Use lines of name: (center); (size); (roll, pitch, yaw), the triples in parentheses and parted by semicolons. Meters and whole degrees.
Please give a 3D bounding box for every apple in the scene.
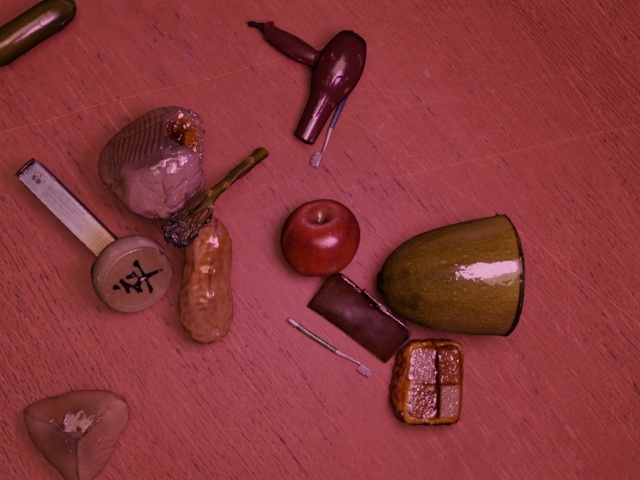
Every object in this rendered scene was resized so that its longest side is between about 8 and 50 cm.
apple: (0.000, 0.000, 1.741); (0.201, 0.162, 0.201); (-3, 42, 2)

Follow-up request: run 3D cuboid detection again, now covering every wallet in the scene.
wallet: (0.104, 0.193, 1.765); (0.255, 0.031, 0.137); (37, 116, -1)

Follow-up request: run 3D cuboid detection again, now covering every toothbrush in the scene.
toothbrush: (0.034, -0.317, 1.871); (0.025, 0.019, 0.275); (23, 79, 3)
toothbrush: (0.023, 0.270, 1.780); (0.257, 0.018, 0.024); (35, 84, -4)

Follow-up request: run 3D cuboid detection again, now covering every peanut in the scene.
peanut: (-0.272, 0.096, 1.692); (0.147, 0.147, 0.305); (4, 81, -9)

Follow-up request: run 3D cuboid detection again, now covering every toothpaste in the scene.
toothpaste: (-0.597, -0.063, 1.693); (0.313, 0.089, 0.071); (45, 84, -1)

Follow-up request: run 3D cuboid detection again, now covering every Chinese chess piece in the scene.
Chinese chess piece: (-0.441, 0.079, 1.653); (0.188, 0.188, 0.083); (-41, 46, -13)

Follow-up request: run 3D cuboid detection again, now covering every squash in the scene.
squash: (0.299, 0.084, 1.714); (0.309, 0.310, 0.310); (0, 81, -7)
squash: (-0.747, -0.505, 1.737); (0.331, 0.087, 0.087); (-38, 89, -11)

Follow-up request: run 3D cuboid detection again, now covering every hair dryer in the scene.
hair dryer: (-0.074, -0.456, 1.849); (0.340, 0.123, 0.312); (31, 88, 7)

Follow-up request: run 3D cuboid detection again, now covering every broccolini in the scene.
broccolini: (-0.249, -0.110, 1.706); (0.392, 0.074, 0.079); (-48, 124, -44)

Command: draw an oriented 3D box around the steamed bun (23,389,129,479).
steamed bun: (-0.551, 0.429, 1.616); (0.212, 0.110, 0.231); (-41, 92, -13)

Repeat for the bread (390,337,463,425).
bread: (0.272, 0.356, 1.771); (0.181, 0.096, 0.222); (7, 80, -11)

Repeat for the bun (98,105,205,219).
bun: (-0.386, -0.167, 1.680); (0.281, 0.281, 0.205); (-36, 129, -13)
